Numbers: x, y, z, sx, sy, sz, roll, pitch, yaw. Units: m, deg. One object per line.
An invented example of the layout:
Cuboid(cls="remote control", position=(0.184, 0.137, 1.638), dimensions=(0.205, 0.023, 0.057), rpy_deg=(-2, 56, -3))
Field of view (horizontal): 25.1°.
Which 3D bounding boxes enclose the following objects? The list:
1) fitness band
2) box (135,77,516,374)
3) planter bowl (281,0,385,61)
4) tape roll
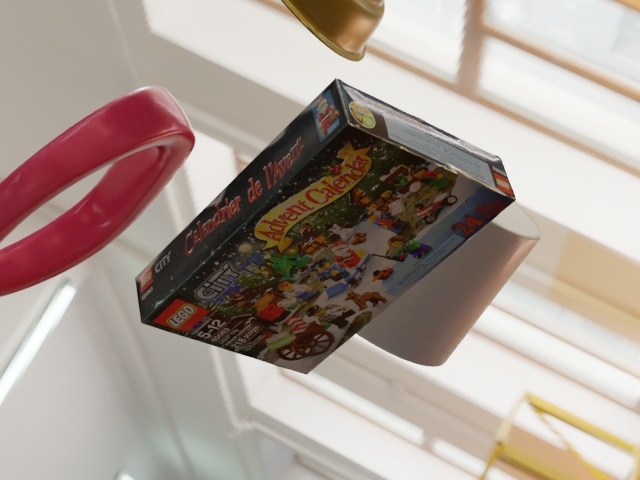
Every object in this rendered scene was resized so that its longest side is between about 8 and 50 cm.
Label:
Cuboid(cls="fitness band", position=(-0.208, -0.023, 1.088), dimensions=(0.209, 0.054, 0.291), rpy_deg=(-29, -7, -36))
Cuboid(cls="box", position=(0.000, 0.000, 1.016), dimensions=(0.233, 0.159, 0.044), rpy_deg=(-43, 44, 32))
Cuboid(cls="planter bowl", position=(0.003, -0.239, 0.998), dimensions=(0.090, 0.217, 0.217), rpy_deg=(-32, -5, 17))
Cuboid(cls="tape roll", position=(0.079, -0.011, 1.467), dimensions=(0.169, 0.246, 0.246), rpy_deg=(-54, -11, 14))
